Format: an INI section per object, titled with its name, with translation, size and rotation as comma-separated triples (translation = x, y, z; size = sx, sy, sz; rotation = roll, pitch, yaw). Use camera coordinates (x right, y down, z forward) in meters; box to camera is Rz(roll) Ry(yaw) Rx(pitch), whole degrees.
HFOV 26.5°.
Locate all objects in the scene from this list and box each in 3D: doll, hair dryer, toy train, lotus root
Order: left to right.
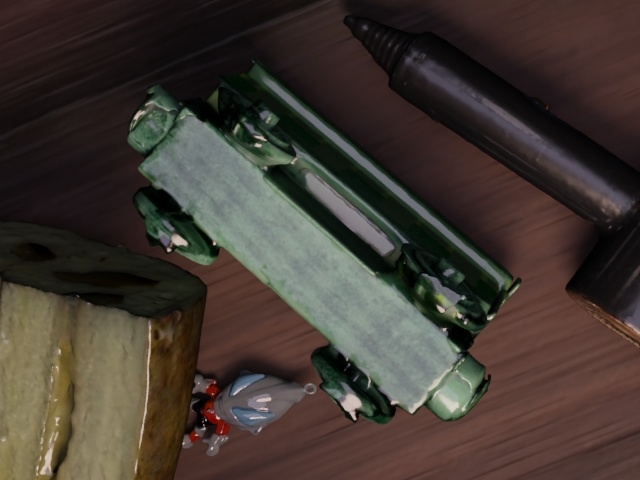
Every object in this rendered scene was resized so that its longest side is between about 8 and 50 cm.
[lotus root]
translation = -0.201, 0.132, 0.962
size = 0.267, 0.149, 0.260
rotation = 12, 107, 24
[doll]
translation = -0.058, 0.123, 1.027
size = 0.114, 0.039, 0.057
rotation = -17, 47, 11
[toy train]
translation = 0.000, 0.000, 0.943
size = 0.301, 0.202, 0.120
rotation = 40, 104, 3
[hair dryer]
translation = 0.172, -0.083, 0.990
size = 0.352, 0.107, 0.189
rotation = 36, 90, 7
